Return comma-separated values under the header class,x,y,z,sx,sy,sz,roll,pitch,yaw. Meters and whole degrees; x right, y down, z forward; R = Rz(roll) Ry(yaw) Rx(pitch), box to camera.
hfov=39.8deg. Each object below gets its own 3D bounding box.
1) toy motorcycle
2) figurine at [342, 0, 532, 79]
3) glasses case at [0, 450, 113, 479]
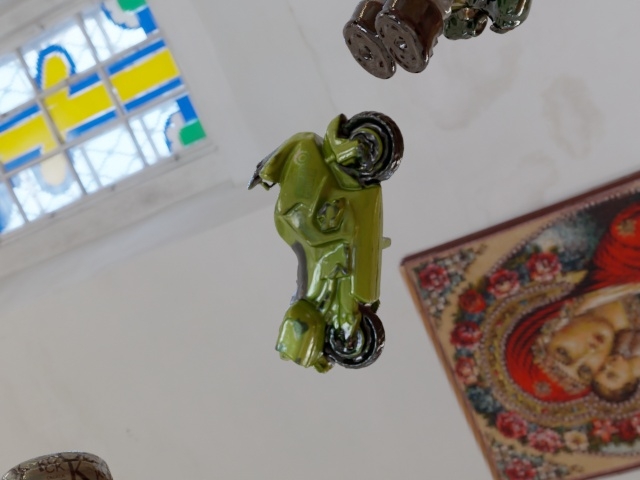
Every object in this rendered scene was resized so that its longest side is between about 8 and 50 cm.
class,x,y,z,sx,sy,sz,roll,pitch,yaw
toy motorcycle,-0.001,0.000,1.149,0.142,0.206,0.342,-8,-75,-53
figurine,0.174,-0.295,0.866,0.370,0.281,0.167,-45,-68,-21
glasses case,-0.327,0.398,1.100,0.085,0.137,0.355,-121,34,-48
